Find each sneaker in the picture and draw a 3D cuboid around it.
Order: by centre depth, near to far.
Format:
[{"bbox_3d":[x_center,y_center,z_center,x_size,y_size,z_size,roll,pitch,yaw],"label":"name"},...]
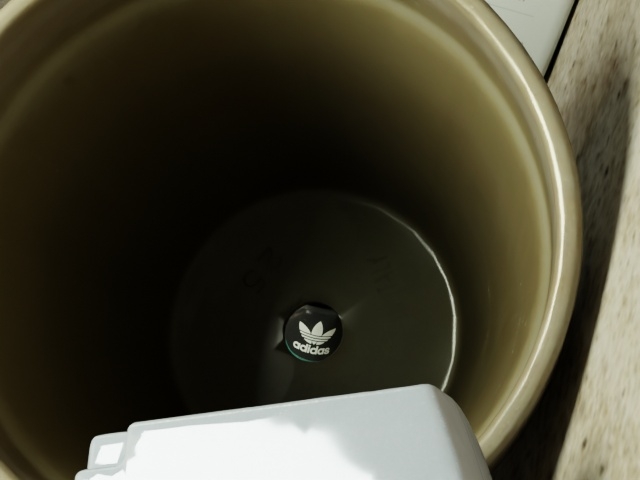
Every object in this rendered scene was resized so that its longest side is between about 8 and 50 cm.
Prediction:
[{"bbox_3d":[0.000,0.000,1.776,0.121,0.108,0.302,112,164,-45],"label":"sneaker"}]

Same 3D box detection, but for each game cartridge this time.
[{"bbox_3d":[-0.015,0.207,0.752,0.062,0.198,0.297,51,-143,-56],"label":"game cartridge"}]

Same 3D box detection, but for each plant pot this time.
[{"bbox_3d":[-0.020,0.025,1.020,0.280,0.323,0.323,54,-131,-74],"label":"plant pot"}]

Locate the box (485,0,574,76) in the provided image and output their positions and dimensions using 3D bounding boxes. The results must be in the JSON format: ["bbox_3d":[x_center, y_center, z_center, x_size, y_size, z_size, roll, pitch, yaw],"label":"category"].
[{"bbox_3d":[0.063,-0.241,1.159,0.168,0.215,0.345,-83,10,-61],"label":"box"}]
